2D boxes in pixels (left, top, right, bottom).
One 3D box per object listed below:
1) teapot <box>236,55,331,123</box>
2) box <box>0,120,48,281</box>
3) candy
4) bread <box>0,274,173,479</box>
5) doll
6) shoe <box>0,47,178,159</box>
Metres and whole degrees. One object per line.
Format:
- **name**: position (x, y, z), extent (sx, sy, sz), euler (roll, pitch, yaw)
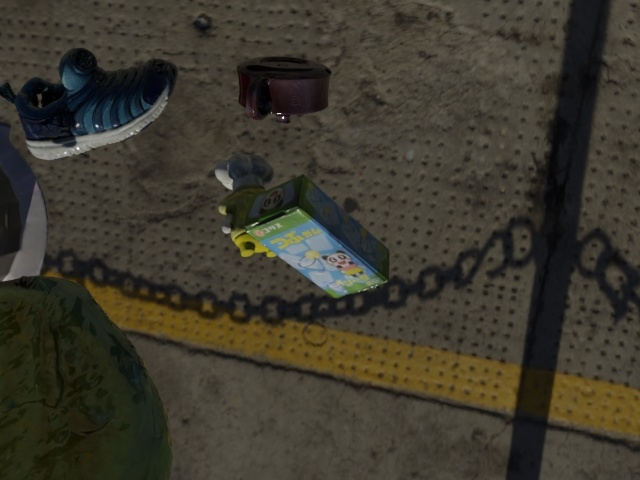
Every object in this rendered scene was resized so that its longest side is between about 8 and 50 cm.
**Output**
- **teapot**: position (-0.028, -0.105, 0.586), extent (0.068, 0.100, 0.045), euler (11, 115, 20)
- **box**: position (-0.388, 0.012, 0.768), extent (0.263, 0.206, 0.291), euler (-27, 99, -11)
- **candy**: position (0.000, 0.000, 1.098), extent (0.097, 0.062, 0.194), euler (-20, 136, 35)
- **bread**: position (-0.202, 0.123, 0.346), extent (0.302, 0.301, 0.045), euler (-8, 124, 19)
- **doll**: position (-0.098, -0.053, 1.159), extent (0.062, 0.106, 0.162), euler (-45, 50, 49)
- **shoe**: position (-0.261, -0.166, 0.933), extent (0.207, 0.091, 0.106), euler (-14, 128, 12)
